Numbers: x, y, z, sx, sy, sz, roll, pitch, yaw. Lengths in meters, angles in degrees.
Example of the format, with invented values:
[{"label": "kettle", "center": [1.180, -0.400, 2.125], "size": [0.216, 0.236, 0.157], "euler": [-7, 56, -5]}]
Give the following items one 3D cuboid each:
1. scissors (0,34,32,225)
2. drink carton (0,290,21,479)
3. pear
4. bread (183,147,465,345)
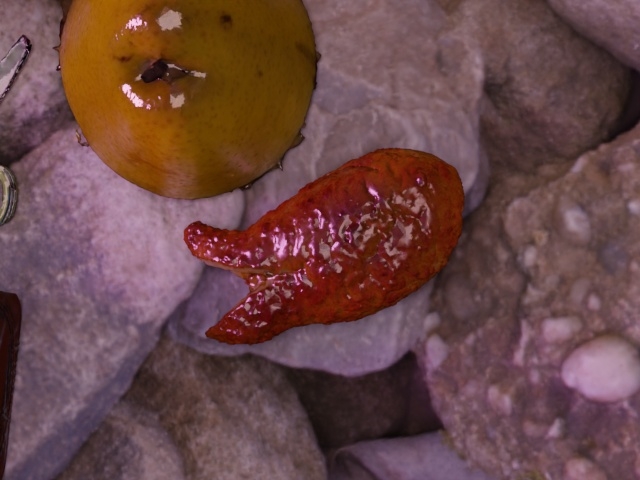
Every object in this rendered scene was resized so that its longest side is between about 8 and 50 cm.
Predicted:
[{"label": "scissors", "center": [-0.328, -0.112, 1.537], "size": [0.134, 0.020, 0.187], "euler": [19, 89, 1]}, {"label": "drink carton", "center": [-0.386, 0.120, 1.448], "size": [0.190, 0.191, 0.185], "euler": [9, 88, 10]}, {"label": "pear", "center": [-0.123, -0.174, 1.454], "size": [0.267, 0.178, 0.266], "euler": [0, 84, -1]}, {"label": "bread", "center": [0.006, 0.007, 1.473], "size": [0.269, 0.095, 0.139], "euler": [-20, 78, 6]}]
